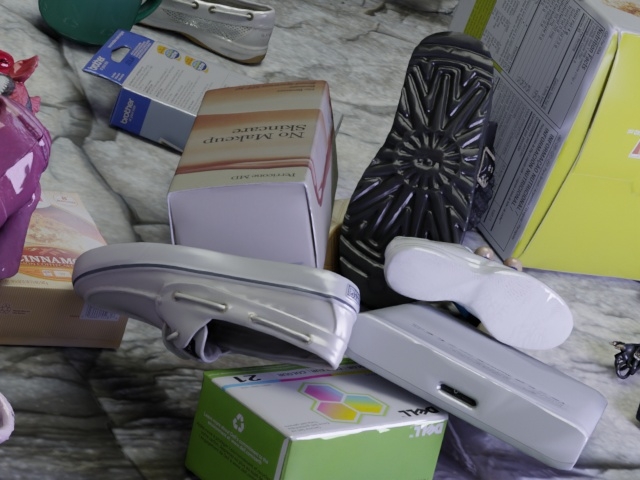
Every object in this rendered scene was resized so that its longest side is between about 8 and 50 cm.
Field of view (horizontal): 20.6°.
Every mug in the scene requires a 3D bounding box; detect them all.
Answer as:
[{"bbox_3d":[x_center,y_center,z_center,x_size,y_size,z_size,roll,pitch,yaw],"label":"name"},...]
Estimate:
[{"bbox_3d":[-0.289,-0.308,2.294,0.158,0.097,0.129,18,25,-11],"label":"mug"}]

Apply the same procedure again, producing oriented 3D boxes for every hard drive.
[{"bbox_3d":[0.158,0.132,1.705,0.233,0.047,0.353,27,6,11],"label":"hard drive"}]

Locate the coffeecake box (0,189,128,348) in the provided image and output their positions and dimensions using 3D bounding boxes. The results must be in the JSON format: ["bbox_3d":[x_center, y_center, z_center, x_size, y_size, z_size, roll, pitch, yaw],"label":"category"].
[{"bbox_3d":[-0.278,0.023,1.688,0.142,0.068,0.185,4,30,-31],"label":"coffeecake box"}]

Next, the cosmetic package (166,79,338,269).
[{"bbox_3d":[-0.067,-0.060,1.895,0.153,0.129,0.296,-4,25,5],"label":"cosmetic package"}]

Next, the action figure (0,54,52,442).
[{"bbox_3d":[-0.321,-0.033,1.457,0.276,0.248,0.370,0,46,40],"label":"action figure"}]

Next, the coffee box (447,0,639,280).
[{"bbox_3d":[0.368,-0.176,2.271,0.338,0.338,0.334,6,30,-29],"label":"coffee box"}]

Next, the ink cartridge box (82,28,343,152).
[{"bbox_3d":[-0.134,-0.158,2.165,0.311,0.065,0.186,23,25,-2],"label":"ink cartridge box"}]

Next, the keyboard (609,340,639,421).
[{"bbox_3d":[0.444,0.167,2.020,0.201,0.033,0.317,41,30,23],"label":"keyboard"}]

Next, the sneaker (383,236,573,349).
[{"bbox_3d":[0.169,0.043,1.861,0.212,0.080,0.094,24,19,-7],"label":"sneaker"}]

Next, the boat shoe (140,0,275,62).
[{"bbox_3d":[-0.192,-0.340,2.432,0.277,0.096,0.098,21,26,-2],"label":"boat shoe"}]

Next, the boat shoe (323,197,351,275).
[{"bbox_3d":[0.000,0.000,1.974,0.059,0.063,0.170,3,22,16],"label":"boat shoe"}]

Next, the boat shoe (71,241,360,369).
[{"bbox_3d":[-0.100,0.066,1.554,0.268,0.096,0.088,8,64,11],"label":"boat shoe"}]

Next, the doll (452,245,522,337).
[{"bbox_3d":[0.202,0.070,2.001,0.129,0.046,0.189,20,25,-1],"label":"doll"}]

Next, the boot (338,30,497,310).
[{"bbox_3d":[0.124,-0.048,2.052,0.131,0.348,0.260,20,-17,9],"label":"boot"}]

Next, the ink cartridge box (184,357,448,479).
[{"bbox_3d":[0.036,0.198,1.503,0.189,0.097,0.255,-2,22,-40],"label":"ink cartridge box"}]

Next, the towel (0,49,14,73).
[{"bbox_3d":[-0.452,-0.133,1.701,0.275,0.031,0.199,-13,3,35],"label":"towel"}]
